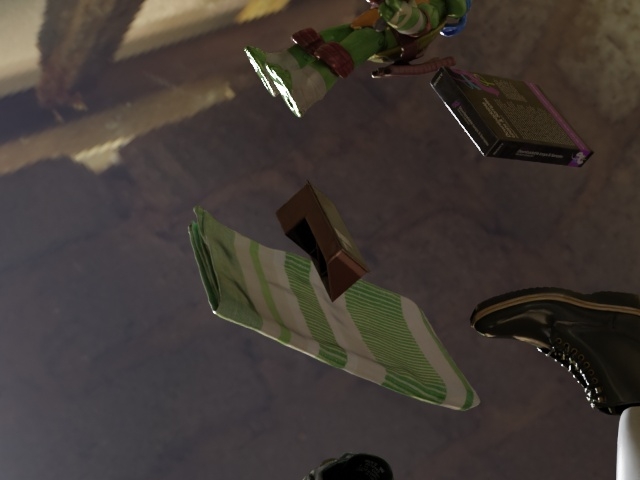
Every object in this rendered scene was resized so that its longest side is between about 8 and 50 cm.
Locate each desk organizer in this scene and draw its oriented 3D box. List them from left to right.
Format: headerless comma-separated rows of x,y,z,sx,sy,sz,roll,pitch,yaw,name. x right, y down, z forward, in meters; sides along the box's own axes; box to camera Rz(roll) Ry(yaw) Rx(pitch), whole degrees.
0.000,0.000,1.248,0.050,0.130,0.047,-42,-54,11,desk organizer

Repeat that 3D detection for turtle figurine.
0.037,-0.281,1.408,0.266,0.198,0.275,-34,-27,-6,turtle figurine

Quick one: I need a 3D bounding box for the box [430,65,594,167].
0.204,-0.130,1.306,0.162,0.116,0.029,4,-47,-42,box

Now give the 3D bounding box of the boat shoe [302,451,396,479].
0.042,0.305,1.434,0.113,0.127,0.340,-60,-2,8,boat shoe

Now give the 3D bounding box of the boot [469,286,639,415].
0.268,0.126,1.328,0.198,0.137,0.077,-2,-28,-6,boot

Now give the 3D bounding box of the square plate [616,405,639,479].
0.309,0.281,0.751,0.049,0.347,0.344,10,-9,-39,square plate

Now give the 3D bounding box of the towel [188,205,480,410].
0.010,0.077,1.370,0.325,0.248,0.038,25,-74,-23,towel
